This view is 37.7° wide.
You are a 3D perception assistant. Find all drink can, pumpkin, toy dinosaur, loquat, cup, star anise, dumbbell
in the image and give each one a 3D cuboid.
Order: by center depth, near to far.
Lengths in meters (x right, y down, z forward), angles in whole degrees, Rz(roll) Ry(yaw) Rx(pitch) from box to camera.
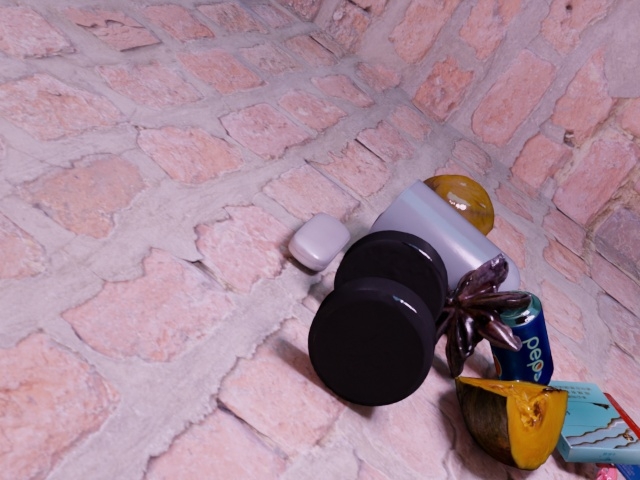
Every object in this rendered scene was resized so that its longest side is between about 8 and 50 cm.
[{"bbox_3d":[0.105,0.122,1.590,0.203,0.204,0.322,35,22,-2],"label":"dumbbell"},{"bbox_3d":[0.307,0.317,1.644,0.169,0.148,0.312,4,-6,32],"label":"pumpkin"},{"bbox_3d":[0.526,0.483,1.678,0.139,0.070,0.286,54,20,13],"label":"toy dinosaur"},{"bbox_3d":[0.275,0.131,1.757,0.129,0.282,0.212,22,54,-40],"label":"star anise"},{"bbox_3d":[0.392,0.203,1.844,0.118,0.118,0.205,-99,171,-61],"label":"drink can"},{"bbox_3d":[0.253,0.044,1.962,0.312,0.205,0.205,41,22,10],"label":"cup"},{"bbox_3d":[0.328,-0.075,2.347,0.234,0.176,0.187,13,29,-23],"label":"loquat"}]

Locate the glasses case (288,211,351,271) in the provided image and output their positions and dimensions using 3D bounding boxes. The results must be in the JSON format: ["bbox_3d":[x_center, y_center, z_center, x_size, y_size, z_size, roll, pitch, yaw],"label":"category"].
[{"bbox_3d":[0.000,0.000,1.872,0.092,0.059,0.233,38,21,1],"label":"glasses case"}]

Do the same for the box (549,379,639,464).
[{"bbox_3d":[0.512,0.351,1.834,0.162,0.041,0.229,5,24,-12],"label":"box"}]

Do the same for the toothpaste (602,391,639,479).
[{"bbox_3d":[0.646,0.447,1.889,0.066,0.076,0.320,14,31,-42],"label":"toothpaste"}]
